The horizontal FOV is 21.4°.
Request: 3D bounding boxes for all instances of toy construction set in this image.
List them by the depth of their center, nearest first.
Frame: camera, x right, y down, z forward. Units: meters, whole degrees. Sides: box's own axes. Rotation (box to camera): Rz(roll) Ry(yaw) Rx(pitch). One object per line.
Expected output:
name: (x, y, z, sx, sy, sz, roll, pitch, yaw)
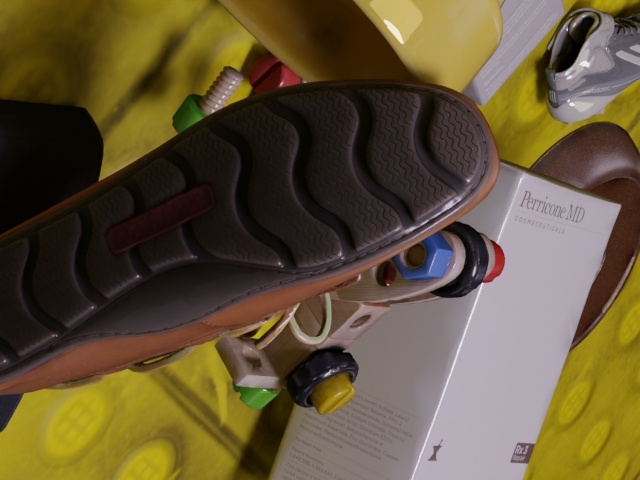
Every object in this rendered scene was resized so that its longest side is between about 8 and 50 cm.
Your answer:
toy construction set: (0.000, 0.000, 1.381, 0.237, 0.257, 0.309, -52, 175, 24)

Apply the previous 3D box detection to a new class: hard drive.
hard drive: (-0.244, 0.027, 1.171, 0.172, 0.054, 0.255, 1, 115, -53)

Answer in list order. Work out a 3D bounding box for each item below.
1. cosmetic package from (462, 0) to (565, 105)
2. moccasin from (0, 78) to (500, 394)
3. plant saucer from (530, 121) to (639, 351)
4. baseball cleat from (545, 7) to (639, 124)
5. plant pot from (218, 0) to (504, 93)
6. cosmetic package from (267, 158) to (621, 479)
cosmetic package: (0.112, -0.237, 1.389, 0.127, 0.107, 0.238, -47, 143, -17)
moccasin: (-0.062, 0.008, 1.097, 0.380, 0.139, 0.147, -29, 164, 13)
plant saucer: (0.271, 0.021, 1.861, 0.310, 0.050, 0.311, -33, 141, -33)
baseball cleat: (0.300, -0.201, 1.696, 0.206, 0.072, 0.109, -43, 138, -29)
plant pot: (0.053, -0.242, 1.150, 0.239, 0.254, 0.254, -49, 146, -9)
cosmetic package: (0.114, 0.106, 1.583, 0.217, 0.156, 0.385, 9, 103, -55)
